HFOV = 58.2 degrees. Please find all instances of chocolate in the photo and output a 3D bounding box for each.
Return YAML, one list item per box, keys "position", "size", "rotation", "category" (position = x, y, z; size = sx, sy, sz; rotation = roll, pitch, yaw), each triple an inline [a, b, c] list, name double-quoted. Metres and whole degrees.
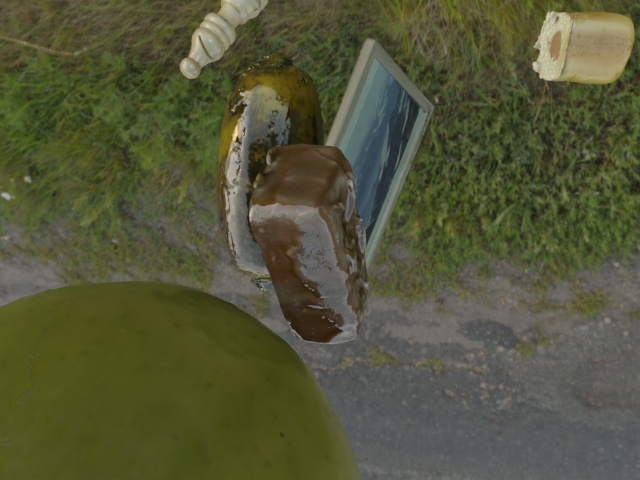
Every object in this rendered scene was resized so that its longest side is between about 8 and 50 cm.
- position: [0.000, 0.000, 0.649]
  size: [0.093, 0.148, 0.214]
  rotation: [-4, 128, 13]
  category: "chocolate"

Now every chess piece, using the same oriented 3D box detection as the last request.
- position: [-0.271, -0.558, 1.535]
  size: [0.139, 0.307, 0.124]
  rotation: [23, 166, 49]
  category: "chess piece"

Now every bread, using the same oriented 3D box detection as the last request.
- position: [0.511, -0.374, 1.116]
  size: [0.173, 0.085, 0.134]
  rotation: [0, 108, -18]
  category: "bread"

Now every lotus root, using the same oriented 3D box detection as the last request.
- position: [-0.085, -0.099, 0.944]
  size: [0.179, 0.196, 0.397]
  rotation: [9, 117, 13]
  category: "lotus root"

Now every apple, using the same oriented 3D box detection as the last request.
- position: [-0.177, 0.260, 0.508]
  size: [0.474, 0.473, 0.473]
  rotation: [8, 133, 9]
  category: "apple"

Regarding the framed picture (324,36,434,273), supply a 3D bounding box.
- position: [0.067, -0.097, 0.884]
  size: [0.022, 0.335, 0.247]
  rotation: [22, -179, 32]
  category: "framed picture"
